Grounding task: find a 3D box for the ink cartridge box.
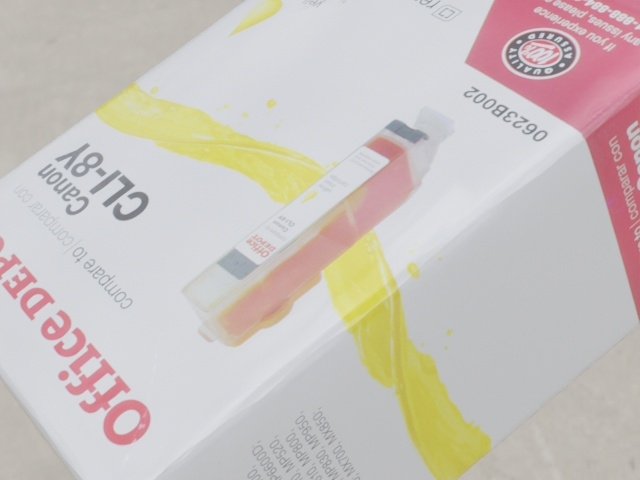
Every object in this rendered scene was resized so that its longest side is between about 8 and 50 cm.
[{"bbox_3d":[0.000,0.000,0.757,0.384,0.160,0.279,-39,44,-13],"label":"ink cartridge box"}]
